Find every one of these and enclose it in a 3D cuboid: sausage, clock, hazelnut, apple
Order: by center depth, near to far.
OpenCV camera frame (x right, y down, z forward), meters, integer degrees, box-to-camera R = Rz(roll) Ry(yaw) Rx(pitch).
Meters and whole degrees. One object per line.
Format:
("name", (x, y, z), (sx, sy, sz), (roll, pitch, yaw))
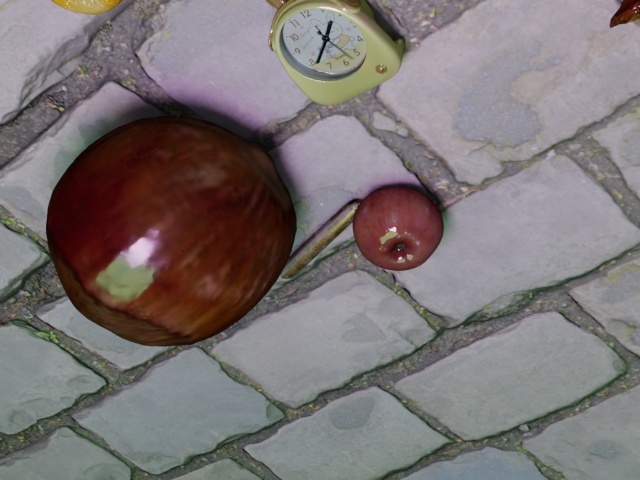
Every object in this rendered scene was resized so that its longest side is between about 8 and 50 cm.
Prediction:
("clock", (0.005, -0.317, 1.939), (0.170, 0.069, 0.232), (-21, 126, 32))
("hazelnut", (-0.242, -0.018, 2.134), (0.421, 0.353, 0.420), (-10, 121, -18))
("apple", (0.130, -0.018, 2.174), (0.153, 0.120, 0.153), (3, 134, 3))
("sausage", (0.000, 0.000, 2.297), (0.033, 0.032, 0.269), (31, 134, -17))

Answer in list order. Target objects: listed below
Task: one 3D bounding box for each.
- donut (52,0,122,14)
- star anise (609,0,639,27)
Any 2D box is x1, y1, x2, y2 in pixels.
("donut", (-0.355, -0.417, 1.926), (0.174, 0.074, 0.190), (6, 136, 9))
("star anise", (0.485, -0.377, 1.735), (0.288, 0.088, 0.288), (9, 135, 9))
